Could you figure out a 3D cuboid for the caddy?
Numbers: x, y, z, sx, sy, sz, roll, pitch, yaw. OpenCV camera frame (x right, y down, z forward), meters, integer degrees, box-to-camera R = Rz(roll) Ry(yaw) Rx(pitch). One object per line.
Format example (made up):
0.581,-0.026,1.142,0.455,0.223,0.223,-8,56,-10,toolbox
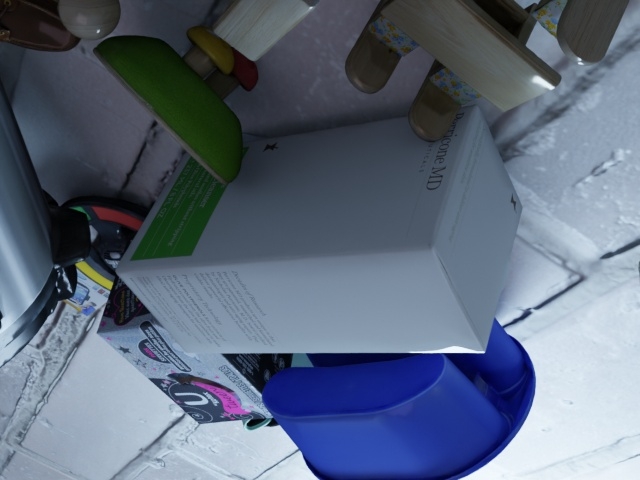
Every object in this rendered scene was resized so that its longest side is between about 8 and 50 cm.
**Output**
0.097,0.186,1.095,0.341,0.241,0.179,-12,126,39,caddy

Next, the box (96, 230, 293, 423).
-0.152,0.114,1.146,0.142,0.163,0.247,-10,139,25,box

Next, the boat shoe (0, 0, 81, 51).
-0.332,-0.231,0.883,0.178,0.060,0.064,20,119,-13,boat shoe

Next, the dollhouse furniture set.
0.069,-0.167,0.676,0.242,0.161,0.212,35,158,-17,dollhouse furniture set

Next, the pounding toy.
-0.135,-0.173,0.844,0.237,0.110,0.183,46,180,-21,pounding toy

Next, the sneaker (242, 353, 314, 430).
-0.123,0.199,1.299,0.255,0.151,0.094,3,142,26,sneaker

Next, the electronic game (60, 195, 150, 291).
-0.272,0.020,1.234,0.229,0.048,0.229,15,144,11,electronic game

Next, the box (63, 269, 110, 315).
-0.369,0.070,1.368,0.081,0.028,0.136,37,144,-19,box

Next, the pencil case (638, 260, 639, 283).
0.408,-0.051,0.693,0.183,0.160,0.410,4,143,0,pencil case

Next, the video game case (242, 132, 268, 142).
-0.012,-0.033,1.052,0.193,0.023,0.212,13,142,13,video game case

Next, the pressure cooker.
-0.500,-0.015,1.025,0.369,0.375,0.420,20,139,22,pressure cooker

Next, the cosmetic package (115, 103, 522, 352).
0.000,0.000,0.904,0.365,0.197,0.155,-7,133,31,cosmetic package
